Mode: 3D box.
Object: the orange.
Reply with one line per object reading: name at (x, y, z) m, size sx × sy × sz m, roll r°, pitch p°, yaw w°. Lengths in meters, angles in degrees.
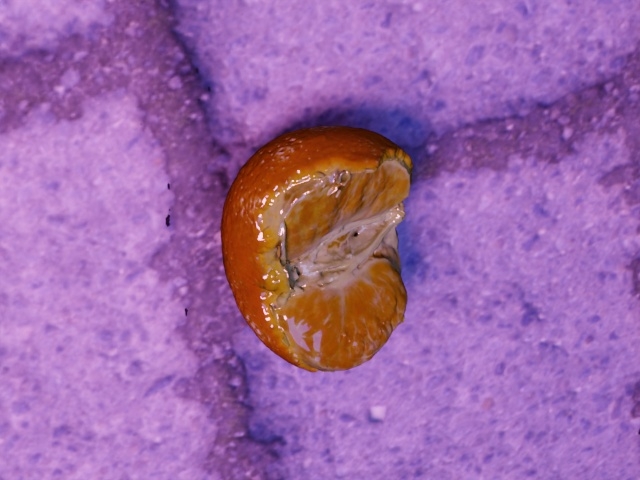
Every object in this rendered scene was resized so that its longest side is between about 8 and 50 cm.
orange at (-0.003, -0.004, 1.711) m, size 0.179 × 0.158 × 0.237 m, roll -24°, pitch 129°, yaw -26°
